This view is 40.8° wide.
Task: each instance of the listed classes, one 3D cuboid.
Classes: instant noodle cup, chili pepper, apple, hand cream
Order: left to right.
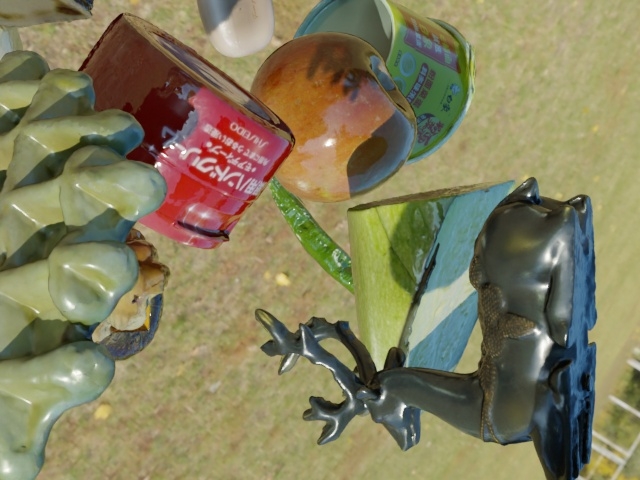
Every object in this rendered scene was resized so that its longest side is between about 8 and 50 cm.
[{"bbox_3d":[-0.127,-0.094,0.743,0.125,0.193,0.193,-54,159,11],"label":"hand cream"},{"bbox_3d":[0.000,0.000,1.740,0.076,0.359,0.085,-39,-172,20],"label":"chili pepper"},{"bbox_3d":[0.021,-0.185,1.281,0.253,0.254,0.253,-46,155,-28],"label":"apple"},{"bbox_3d":[0.099,-0.306,1.559,0.222,0.311,0.311,18,103,-51],"label":"instant noodle cup"}]

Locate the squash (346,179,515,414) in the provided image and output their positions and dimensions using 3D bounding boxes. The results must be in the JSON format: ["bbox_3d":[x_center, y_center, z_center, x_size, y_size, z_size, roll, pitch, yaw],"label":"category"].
[{"bbox_3d":[0.148,0.093,1.117,0.234,0.210,0.308,-15,96,-56],"label":"squash"}]

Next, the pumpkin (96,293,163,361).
[{"bbox_3d":[-0.329,0.136,1.459,0.107,0.119,0.183,53,57,-33],"label":"pumpkin"}]

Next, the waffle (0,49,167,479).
[{"bbox_3d":[-0.220,0.023,0.501,0.291,0.309,0.056,-53,136,3],"label":"waffle"}]

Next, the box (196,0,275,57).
[{"bbox_3d":[-0.166,-0.460,1.683,0.146,0.088,0.200,-18,117,-12],"label":"box"}]

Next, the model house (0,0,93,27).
[{"bbox_3d":[-0.500,-0.497,1.282,0.297,0.317,0.282,51,41,-60],"label":"model house"}]

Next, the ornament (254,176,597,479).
[{"bbox_3d":[0.063,0.057,0.597,0.080,0.236,0.202,-16,106,-60],"label":"ornament"}]

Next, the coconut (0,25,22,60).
[{"bbox_3d":[-0.617,-0.314,1.459,0.197,0.237,0.236,-60,161,-27],"label":"coconut"}]

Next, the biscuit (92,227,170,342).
[{"bbox_3d":[-0.201,0.042,0.831,0.061,0.118,0.183,-6,161,-41],"label":"biscuit"}]
